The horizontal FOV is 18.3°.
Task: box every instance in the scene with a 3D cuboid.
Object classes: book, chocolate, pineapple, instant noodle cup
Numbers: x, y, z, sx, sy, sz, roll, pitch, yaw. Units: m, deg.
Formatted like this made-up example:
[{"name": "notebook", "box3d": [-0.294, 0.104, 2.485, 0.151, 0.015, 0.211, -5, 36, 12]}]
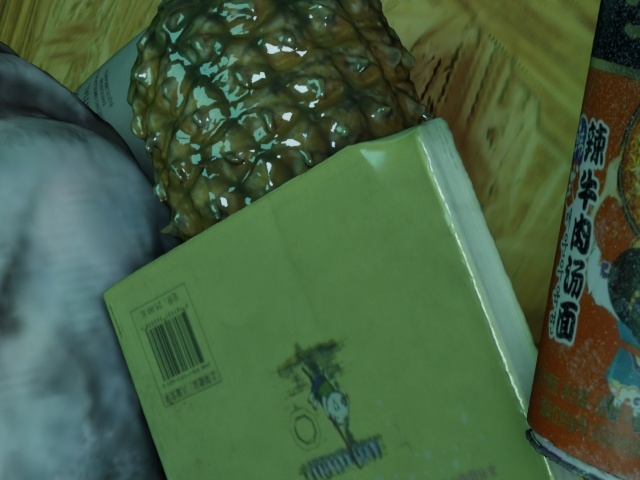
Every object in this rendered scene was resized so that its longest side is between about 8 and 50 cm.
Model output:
[{"name": "book", "box3d": [0.011, 0.079, 0.583, 0.168, 0.013, 0.192, -27, 80, 47]}, {"name": "chocolate", "box3d": [-0.154, 0.030, 0.740, 0.213, 0.303, 0.303, -23, 50, 21]}, {"name": "pineapple", "box3d": [0.000, 0.000, 0.667, 0.108, 0.108, 0.198, -43, 53, 36]}, {"name": "instant noodle cup", "box3d": [0.109, -0.004, 0.483, 0.127, 0.127, 0.136, 28, 104, 58]}]

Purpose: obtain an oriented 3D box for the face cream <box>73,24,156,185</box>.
[{"name": "face cream", "box3d": [-0.105, -0.027, 0.873, 0.182, 0.051, 0.072, -43, 44, 37]}]
